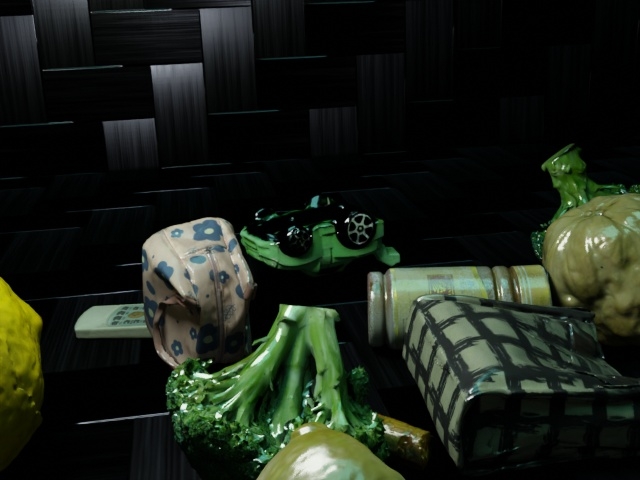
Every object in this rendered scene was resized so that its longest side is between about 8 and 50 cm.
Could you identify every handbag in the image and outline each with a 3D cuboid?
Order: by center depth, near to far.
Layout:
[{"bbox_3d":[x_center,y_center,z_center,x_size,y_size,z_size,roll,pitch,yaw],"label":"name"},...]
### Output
[{"bbox_3d":[0.317,0.206,1.226,0.326,0.163,0.325,3,20,-9],"label":"handbag"},{"bbox_3d":[-0.207,0.113,1.429,0.190,0.252,0.193,-14,38,-25],"label":"handbag"}]

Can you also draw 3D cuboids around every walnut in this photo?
[{"bbox_3d":[0.550,0.055,1.472,0.253,0.277,0.282,-43,10,-30],"label":"walnut"}]

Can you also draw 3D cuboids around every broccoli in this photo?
[{"bbox_3d":[-0.053,0.218,1.058,0.307,0.275,0.308,12,-6,1],"label":"broccoli"},{"bbox_3d":[0.602,-0.062,1.863,0.297,0.297,0.297,-33,1,1],"label":"broccoli"}]

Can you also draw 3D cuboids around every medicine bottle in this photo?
[{"bbox_3d":[0.249,0.124,1.491,0.322,0.151,0.151,-2,17,3],"label":"medicine bottle"}]

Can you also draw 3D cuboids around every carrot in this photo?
[{"bbox_3d":[0.051,0.269,1.182,0.260,0.070,0.070,12,22,37],"label":"carrot"}]

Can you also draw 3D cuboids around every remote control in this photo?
[{"bbox_3d":[-0.349,0.160,1.639,0.285,0.038,0.123,0,18,6],"label":"remote control"}]

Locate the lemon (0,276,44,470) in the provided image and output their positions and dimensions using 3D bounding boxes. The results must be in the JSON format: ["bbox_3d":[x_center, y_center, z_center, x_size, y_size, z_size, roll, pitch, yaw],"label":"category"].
[{"bbox_3d":[-0.556,0.188,1.070,0.387,0.350,0.350,-21,24,-24],"label":"lemon"}]

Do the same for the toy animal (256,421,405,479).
[{"bbox_3d":[-0.034,0.358,0.745,0.180,0.363,0.181,33,-22,-4],"label":"toy animal"}]

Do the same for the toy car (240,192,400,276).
[{"bbox_3d":[0.000,0.000,1.911,0.358,0.177,0.213,-15,21,-27],"label":"toy car"}]
